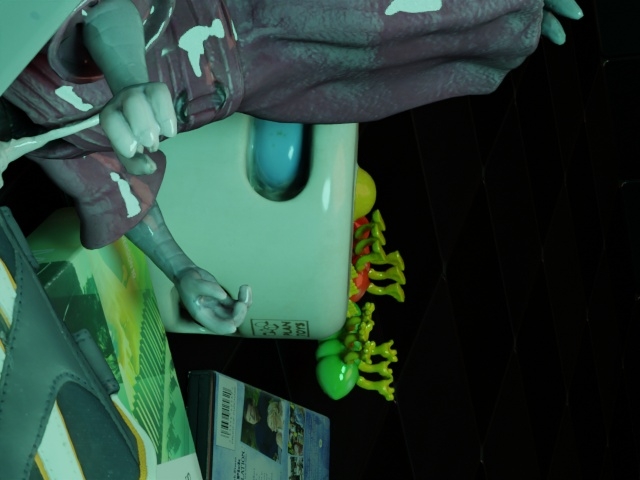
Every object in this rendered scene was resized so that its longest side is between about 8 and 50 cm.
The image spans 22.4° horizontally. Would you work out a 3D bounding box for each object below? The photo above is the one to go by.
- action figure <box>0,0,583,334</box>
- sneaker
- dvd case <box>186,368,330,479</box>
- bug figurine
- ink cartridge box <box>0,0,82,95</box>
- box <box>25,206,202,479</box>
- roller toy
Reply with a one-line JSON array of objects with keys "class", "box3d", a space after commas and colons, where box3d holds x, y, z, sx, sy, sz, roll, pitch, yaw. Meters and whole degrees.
[{"class": "action figure", "box3d": [-0.070, -0.114, 0.814, 0.248, 0.370, 0.275, 113, -42, -61]}, {"class": "sneaker", "box3d": [-0.156, 0.063, 0.657, 0.127, 0.126, 0.321, 22, 42, -51]}, {"class": "dvd case", "box3d": [-0.045, 0.206, 1.218, 0.253, 0.022, 0.180, 36, 54, -66]}, {"class": "bug figurine", "box3d": [0.000, 0.000, 1.270, 0.279, 0.072, 0.216, 63, 21, -51]}, {"class": "ink cartridge box", "box3d": [-0.186, -0.222, 0.375, 0.395, 0.270, 0.151, 30, 46, -22]}, {"class": "box", "box3d": [-0.156, 0.148, 0.853, 0.322, 0.059, 0.232, -58, 140, -60]}, {"class": "roller toy", "box3d": [-0.038, -0.030, 1.031, 0.191, 0.146, 0.209, -82, 175, -67]}]
